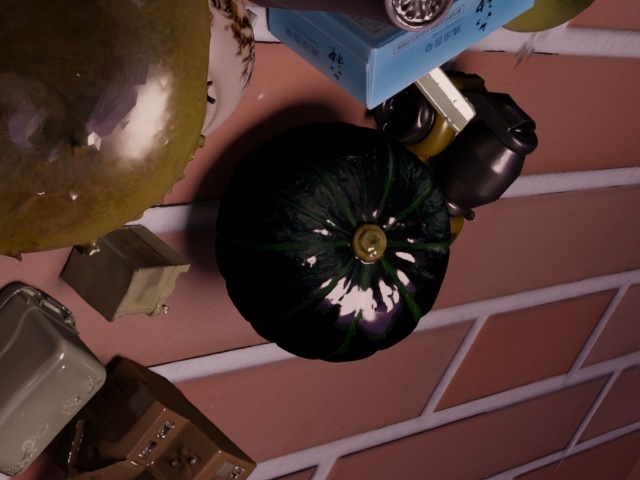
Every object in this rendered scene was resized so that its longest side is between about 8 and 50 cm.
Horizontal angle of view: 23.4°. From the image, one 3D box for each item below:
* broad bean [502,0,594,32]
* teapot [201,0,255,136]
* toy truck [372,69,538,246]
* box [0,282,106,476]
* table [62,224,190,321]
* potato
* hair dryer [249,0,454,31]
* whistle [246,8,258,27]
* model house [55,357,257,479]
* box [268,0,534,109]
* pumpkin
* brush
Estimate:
[{"bbox_3d":[0.243,-0.334,1.610,0.238,0.119,0.291,-59,154,-1],"label":"broad bean"},{"bbox_3d":[-0.158,-0.146,1.243,0.208,0.166,0.299,-24,156,-3],"label":"teapot"},{"bbox_3d":[0.133,-0.076,1.713,0.147,0.165,0.224,-5,129,-54],"label":"toy truck"},{"bbox_3d":[-0.287,0.139,1.448,0.172,0.093,0.124,-49,152,-2],"label":"box"},{"bbox_3d":[-0.185,0.031,1.478,0.083,0.079,0.062,-4,127,-55],"label":"table"},{"bbox_3d":[-0.248,-0.106,1.014,0.359,0.219,0.269,-15,108,-11],"label":"potato"},{"bbox_3d":[-0.088,-0.274,1.117,0.361,0.301,0.121,29,94,-37],"label":"hair dryer"},{"bbox_3d":[-0.091,-0.169,1.417,0.100,0.035,0.035,-54,152,6],"label":"whistle"},{"bbox_3d":[-0.223,0.267,1.603,0.248,0.181,0.176,-51,152,-1],"label":"model house"},{"bbox_3d":[0.082,-0.238,1.465,0.232,0.142,0.083,-35,149,-26],"label":"box"},{"bbox_3d":[0.000,0.000,1.597,0.248,0.248,0.248,-35,149,-25],"label":"pumpkin"},{"bbox_3d":[0.097,-0.186,1.589,0.033,0.030,0.178,-41,111,2],"label":"brush"}]
